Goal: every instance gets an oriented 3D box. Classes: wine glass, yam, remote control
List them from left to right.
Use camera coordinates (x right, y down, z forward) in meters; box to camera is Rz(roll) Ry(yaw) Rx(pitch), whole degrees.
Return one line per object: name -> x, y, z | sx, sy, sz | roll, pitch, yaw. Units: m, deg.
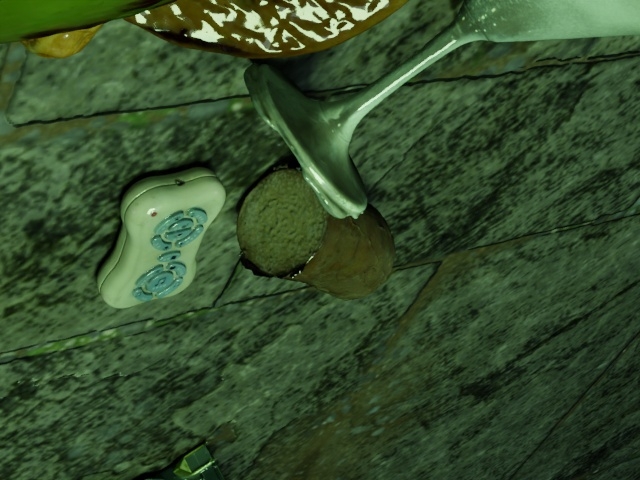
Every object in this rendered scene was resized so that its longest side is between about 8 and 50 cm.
remote control -> -0.109, 0.000, 0.940 | 0.074, 0.032, 0.122 | -15, 148, -32
yam -> -0.001, -0.003, 1.007 | 0.084, 0.084, 0.127 | -40, 157, 14
wine glass -> 0.079, -0.121, 0.828 | 0.232, 0.156, 0.156 | -35, 154, 15

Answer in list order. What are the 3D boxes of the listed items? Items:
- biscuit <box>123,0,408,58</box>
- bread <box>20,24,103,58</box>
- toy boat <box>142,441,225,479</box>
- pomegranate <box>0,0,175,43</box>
biscuit -> -0.031, -0.177, 0.612 | 0.212, 0.036, 0.212 | -2, 124, -2
bread -> -0.100, -0.152, 0.675 | 0.052, 0.044, 0.157 | 36, 115, -22
toy boat -> -0.205, 0.299, 1.253 | 0.296, 0.114, 0.122 | -29, 133, -6
pomegranate -> -0.077, -0.202, 0.411 | 0.306, 0.242, 0.242 | -48, 150, 17
